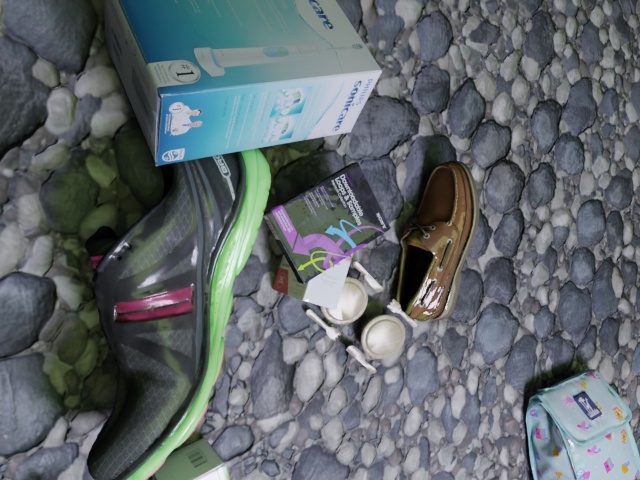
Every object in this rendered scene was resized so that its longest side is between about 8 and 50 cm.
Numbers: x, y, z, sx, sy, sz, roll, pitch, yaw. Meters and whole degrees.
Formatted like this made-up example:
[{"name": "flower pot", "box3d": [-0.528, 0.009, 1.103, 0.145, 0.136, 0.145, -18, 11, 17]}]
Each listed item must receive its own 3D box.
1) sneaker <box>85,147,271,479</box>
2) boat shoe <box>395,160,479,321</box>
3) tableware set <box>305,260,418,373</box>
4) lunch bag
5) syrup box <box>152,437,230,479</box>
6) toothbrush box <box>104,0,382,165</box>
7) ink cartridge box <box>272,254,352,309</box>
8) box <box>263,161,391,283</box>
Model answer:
[{"name": "sneaker", "box3d": [-0.221, 0.074, 0.686, 0.202, 0.185, 0.482, 18, 76, -22]}, {"name": "boat shoe", "box3d": [0.210, 0.001, 0.950, 0.104, 0.111, 0.307, 5, 93, -32]}, {"name": "tableware set", "box3d": [0.073, 0.137, 0.926, 0.128, 0.039, 0.194, -46, 110, -2]}, {"name": "lunch bag", "box3d": [0.608, 0.454, 1.209, 0.223, 0.160, 0.262, -12, 90, -26]}, {"name": "syrup box", "box3d": [-0.174, 0.440, 0.780, 0.096, 0.093, 0.237, -19, 105, -28]}, {"name": "toothbrush box", "box3d": [-0.104, -0.242, 0.678, 0.295, 0.126, 0.216, -17, 67, -28]}, {"name": "ink cartridge box", "box3d": [0.000, 0.000, 0.824, 0.067, 0.115, 0.198, 20, 84, -29]}, {"name": "box", "box3d": [0.012, -0.027, 0.747, 0.162, 0.029, 0.116, -32, 103, -19]}]
